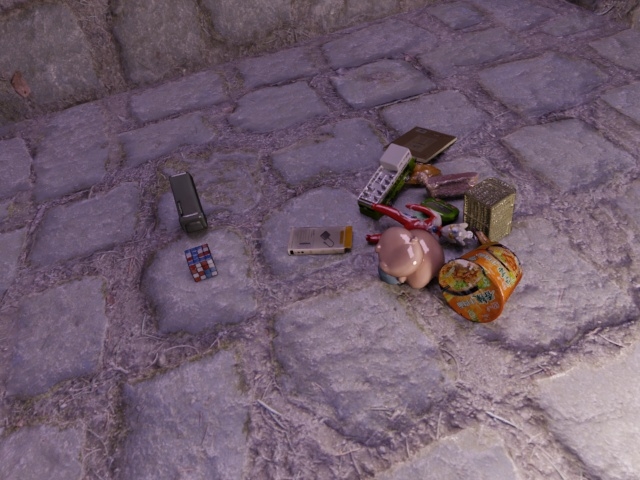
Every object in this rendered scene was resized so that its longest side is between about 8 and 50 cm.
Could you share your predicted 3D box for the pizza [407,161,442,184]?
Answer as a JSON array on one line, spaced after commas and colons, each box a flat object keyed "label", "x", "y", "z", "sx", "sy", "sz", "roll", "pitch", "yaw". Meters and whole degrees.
[{"label": "pizza", "x": 0.391, "y": -0.278, "z": 2.212, "sx": 0.246, "sy": 0.058, "sz": 0.127, "roll": 0, "pitch": 45, "yaw": 13}]

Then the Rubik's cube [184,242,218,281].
[{"label": "Rubik's cube", "x": -0.450, "y": 0.083, "z": 1.965, "sx": 0.092, "sy": 0.092, "sz": 0.092, "roll": -20, "pitch": 45, "yaw": -11}]

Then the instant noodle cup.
[{"label": "instant noodle cup", "x": 0.525, "y": 0.120, "z": 1.669, "sx": 0.182, "sy": 0.230, "sz": 0.230, "roll": -31, "pitch": 47, "yaw": -33}]

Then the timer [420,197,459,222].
[{"label": "timer", "x": 0.459, "y": -0.118, "z": 2.016, "sx": 0.140, "sy": 0.047, "sz": 0.128, "roll": 32, "pitch": 35, "yaw": 31}]

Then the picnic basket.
[{"label": "picnic basket", "x": 0.619, "y": -0.107, "z": 1.895, "sx": 0.154, "sy": 0.196, "sz": 0.134, "roll": -33, "pitch": 45, "yaw": -21}]

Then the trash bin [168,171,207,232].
[{"label": "trash bin", "x": -0.539, "y": -0.151, "z": 2.130, "sx": 0.101, "sy": 0.236, "sz": 0.177, "roll": -16, "pitch": 1, "yaw": -5}]

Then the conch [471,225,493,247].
[{"label": "conch", "x": 0.608, "y": 0.044, "z": 1.815, "sx": 0.080, "sy": 0.086, "sz": 0.233, "roll": -14, "pitch": 45, "yaw": -4}]

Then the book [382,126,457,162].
[{"label": "book", "x": 0.452, "y": -0.437, "z": 2.352, "sx": 0.217, "sy": 0.021, "sz": 0.310, "roll": 23, "pitch": 41, "yaw": 30}]

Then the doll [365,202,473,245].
[{"label": "doll", "x": 0.364, "y": -0.041, "z": 1.924, "sx": 0.383, "sy": 0.099, "sz": 0.188, "roll": 7, "pitch": 85, "yaw": 16}]

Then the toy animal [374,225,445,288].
[{"label": "toy animal", "x": 0.299, "y": 0.045, "z": 1.758, "sx": 0.229, "sy": 0.221, "sz": 0.210, "roll": -21, "pitch": 61, "yaw": 1}]

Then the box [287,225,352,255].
[{"label": "box", "x": 0.000, "y": 0.000, "z": 2.013, "sx": 0.247, "sy": 0.033, "sz": 0.129, "roll": -1, "pitch": 43, "yaw": 9}]

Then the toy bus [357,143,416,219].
[{"label": "toy bus", "x": 0.266, "y": -0.237, "z": 2.101, "sx": 0.113, "sy": 0.139, "sz": 0.302, "roll": 24, "pitch": 71, "yaw": 32}]

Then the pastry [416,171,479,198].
[{"label": "pastry", "x": 0.510, "y": -0.223, "z": 2.097, "sx": 0.265, "sy": 0.112, "sz": 0.103, "roll": 0, "pitch": 16, "yaw": -9}]

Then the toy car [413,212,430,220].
[{"label": "toy car", "x": 0.401, "y": -0.070, "z": 2.011, "sx": 0.059, "sy": 0.035, "sz": 0.122, "roll": -17, "pitch": 36, "yaw": -8}]
